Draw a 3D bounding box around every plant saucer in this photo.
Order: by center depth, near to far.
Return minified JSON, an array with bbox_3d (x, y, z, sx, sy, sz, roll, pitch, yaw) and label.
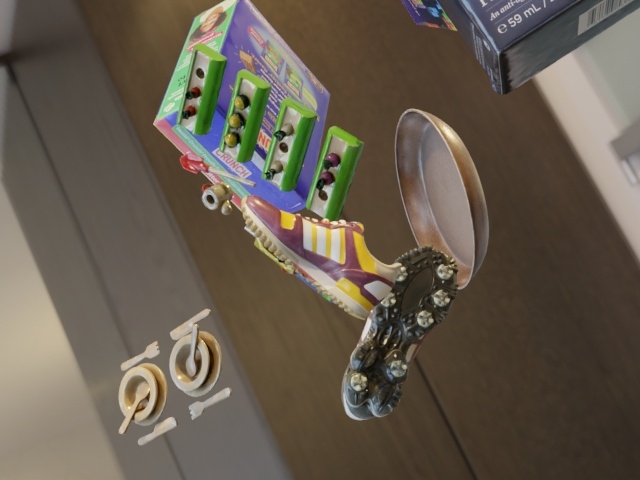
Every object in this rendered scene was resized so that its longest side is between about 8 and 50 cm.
[{"bbox_3d":[0.206,-0.073,2.103,0.050,0.311,0.310,-17,-18,-14],"label":"plant saucer"}]

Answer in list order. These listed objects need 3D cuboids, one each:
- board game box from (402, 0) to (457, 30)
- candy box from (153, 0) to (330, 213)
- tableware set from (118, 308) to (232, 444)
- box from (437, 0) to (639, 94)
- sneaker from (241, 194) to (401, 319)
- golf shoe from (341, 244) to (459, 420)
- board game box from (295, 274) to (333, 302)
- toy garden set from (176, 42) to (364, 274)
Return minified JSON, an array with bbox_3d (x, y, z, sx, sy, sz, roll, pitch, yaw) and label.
[{"bbox_3d":[0.133,-0.363,1.686,0.048,0.170,0.141,-41,24,-10],"label":"board game box"},{"bbox_3d":[-0.121,-0.223,2.140,0.122,0.317,0.268,-26,-58,28],"label":"candy box"},{"bbox_3d":[-0.210,0.187,1.704,0.194,0.128,0.039,-32,-27,31],"label":"tableware set"},{"bbox_3d":[0.243,-0.378,1.420,0.296,0.294,0.183,-33,-13,4],"label":"box"},{"bbox_3d":[0.000,0.000,1.362,0.084,0.185,0.069,-50,3,-7],"label":"sneaker"},{"bbox_3d":[0.100,0.128,1.775,0.273,0.105,0.120,-59,0,-23],"label":"golf shoe"},{"bbox_3d":[-0.015,0.033,1.973,0.035,0.136,0.201,-53,-3,8],"label":"board game box"},{"bbox_3d":[-0.085,-0.086,1.497,0.049,0.244,0.204,-34,-30,-48],"label":"toy garden set"}]
